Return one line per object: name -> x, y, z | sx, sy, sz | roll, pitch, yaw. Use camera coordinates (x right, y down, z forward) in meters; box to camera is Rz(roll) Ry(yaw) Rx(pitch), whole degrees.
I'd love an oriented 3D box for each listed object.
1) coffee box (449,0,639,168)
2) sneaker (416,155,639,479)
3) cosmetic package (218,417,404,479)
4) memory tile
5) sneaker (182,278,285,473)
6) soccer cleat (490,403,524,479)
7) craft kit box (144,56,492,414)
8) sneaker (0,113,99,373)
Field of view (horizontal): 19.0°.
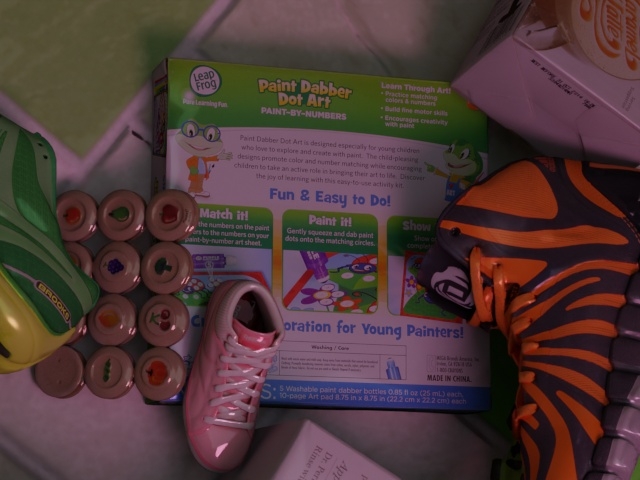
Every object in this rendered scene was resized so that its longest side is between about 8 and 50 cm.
coffee box -> 0.220, -0.179, 1.432 | 0.141, 0.098, 0.246 | 36, 59, -9
sneaker -> 0.142, 0.080, 1.312 | 0.180, 0.124, 0.321 | 17, 58, 7
cosmetic package -> 0.074, 0.311, 1.306 | 0.385, 0.156, 0.217 | 36, 73, -10
memory tile -> -0.142, 0.037, 1.321 | 0.113, 0.012, 0.148 | 1, 82, 18
sneaker -> -0.058, 0.089, 1.287 | 0.051, 0.070, 0.134 | 10, 79, -18
soccer cleat -> 0.207, 0.121, 1.408 | 0.121, 0.093, 0.289 | 21, 75, -12
craft kit box -> 0.000, 0.000, 1.385 | 0.250, 0.061, 0.246 | 4, 83, -17
sneaker -> -0.253, -0.050, 1.300 | 0.123, 0.109, 0.295 | -26, 86, -46
